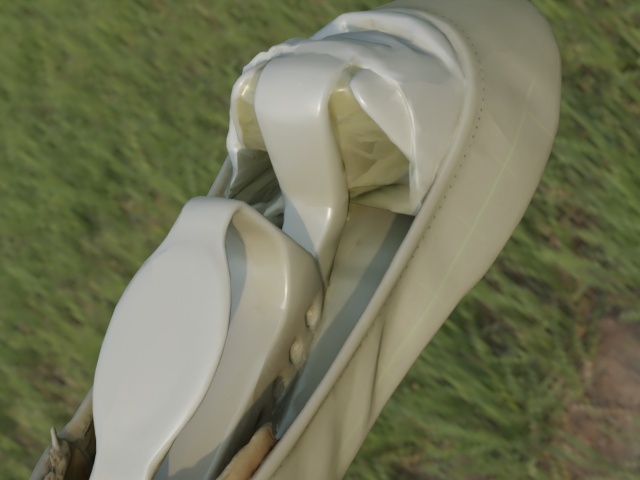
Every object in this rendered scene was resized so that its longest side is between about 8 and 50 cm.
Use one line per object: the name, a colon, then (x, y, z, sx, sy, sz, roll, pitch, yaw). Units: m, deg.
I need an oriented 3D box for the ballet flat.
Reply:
ballet flat: (-0.004, 0.000, 0.443, 0.086, 0.086, 0.248, -15, 39, 48)
